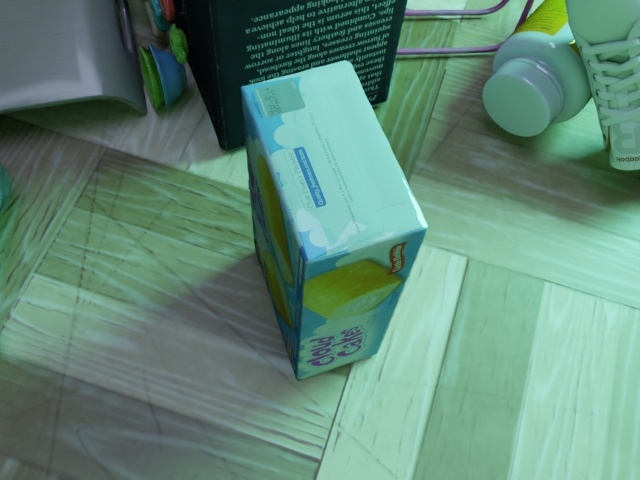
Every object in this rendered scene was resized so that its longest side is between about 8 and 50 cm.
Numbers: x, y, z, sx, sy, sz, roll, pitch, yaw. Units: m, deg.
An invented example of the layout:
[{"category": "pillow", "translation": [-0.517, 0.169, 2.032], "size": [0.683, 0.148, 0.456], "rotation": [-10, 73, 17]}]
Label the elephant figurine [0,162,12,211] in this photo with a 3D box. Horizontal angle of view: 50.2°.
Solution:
[{"category": "elephant figurine", "translation": [-0.380, -0.037, 0.649], "size": [0.240, 0.186, 0.169], "rotation": [21, 37, 1]}]

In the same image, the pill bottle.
[{"category": "pill bottle", "translation": [0.281, -0.217, 0.792], "size": [0.117, 0.117, 0.215], "rotation": [37, 66, 15]}]

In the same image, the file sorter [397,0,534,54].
[{"category": "file sorter", "translation": [0.149, -0.395, 0.832], "size": [0.182, 0.202, 0.290], "rotation": [-3, 62, -7]}]

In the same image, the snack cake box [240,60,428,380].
[{"category": "snack cake box", "translation": [0.000, 0.000, 0.576], "size": [0.089, 0.264, 0.152], "rotation": [-17, 64, -11]}]

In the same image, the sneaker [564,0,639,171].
[{"category": "sneaker", "translation": [0.327, -0.148, 0.691], "size": [0.106, 0.290, 0.123], "rotation": [5, 63, 51]}]

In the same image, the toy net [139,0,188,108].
[{"category": "toy net", "translation": [-0.200, -0.270, 0.777], "size": [0.045, 0.122, 0.232], "rotation": [-16, 72, -15]}]

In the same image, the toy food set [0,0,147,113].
[{"category": "toy food set", "translation": [-0.372, -0.223, 0.786], "size": [0.306, 0.092, 0.219], "rotation": [-11, 75, -8]}]

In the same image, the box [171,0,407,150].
[{"category": "box", "translation": [-0.059, -0.337, 0.678], "size": [0.212, 0.395, 0.293], "rotation": [-19, 65, -13]}]
